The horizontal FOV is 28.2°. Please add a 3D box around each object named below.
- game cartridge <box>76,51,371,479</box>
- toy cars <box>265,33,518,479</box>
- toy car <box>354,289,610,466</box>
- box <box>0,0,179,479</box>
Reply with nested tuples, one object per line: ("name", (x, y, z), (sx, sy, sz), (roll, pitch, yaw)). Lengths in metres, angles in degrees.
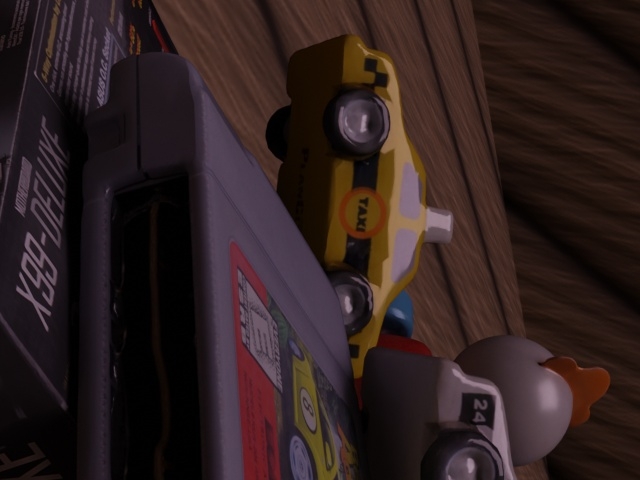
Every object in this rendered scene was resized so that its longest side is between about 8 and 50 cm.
("game cartridge", (-0.024, 0.100, 0.460), (0.196, 0.060, 0.294), (65, 15, -55))
("toy cars", (0.041, 0.066, 0.635), (0.176, 0.087, 0.394), (118, -31, -43))
("toy car", (0.138, 0.159, 1.117), (0.219, 0.238, 0.210), (-85, 159, -43))
("box", (-0.099, 0.009, 0.553), (0.307, 0.076, 0.242), (-95, 165, -47))
